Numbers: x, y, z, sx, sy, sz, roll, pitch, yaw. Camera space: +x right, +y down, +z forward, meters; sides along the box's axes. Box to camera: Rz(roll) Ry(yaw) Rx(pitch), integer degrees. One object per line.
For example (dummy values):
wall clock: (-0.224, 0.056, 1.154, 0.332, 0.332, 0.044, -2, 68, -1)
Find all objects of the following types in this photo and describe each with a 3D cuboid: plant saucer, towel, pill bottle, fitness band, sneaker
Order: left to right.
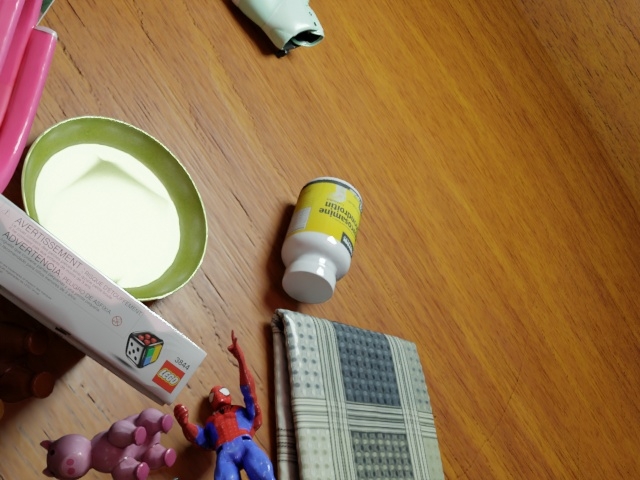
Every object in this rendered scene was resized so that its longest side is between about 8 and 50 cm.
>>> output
fitness band: (-0.310, -0.180, 0.669, 0.054, 0.209, 0.290, 14, 77, -17)
plant saucer: (-0.245, -0.035, 0.817, 0.241, 0.037, 0.241, 26, 49, -35)
sneaker: (-0.034, -0.425, 1.235, 0.151, 0.094, 0.256, 51, 49, -3)
pill bottle: (0.000, 0.000, 1.009, 0.103, 0.103, 0.184, 39, 44, -25)
towel: (0.059, 0.276, 0.960, 0.312, 0.056, 0.324, 20, 52, -43)

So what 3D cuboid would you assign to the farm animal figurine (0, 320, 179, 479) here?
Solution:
farm animal figurine: (-0.263, 0.233, 0.513, 0.326, 0.172, 0.330, -65, 143, -47)

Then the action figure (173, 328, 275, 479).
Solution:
action figure: (-0.094, 0.200, 0.694, 0.091, 0.280, 0.139, -22, 111, -10)

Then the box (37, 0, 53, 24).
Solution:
box: (-0.403, -0.369, 0.690, 0.322, 0.232, 0.058, 25, 44, -35)

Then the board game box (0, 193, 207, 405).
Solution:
board game box: (-0.231, 0.042, 0.585, 0.193, 0.305, 0.053, 43, 71, -22)
